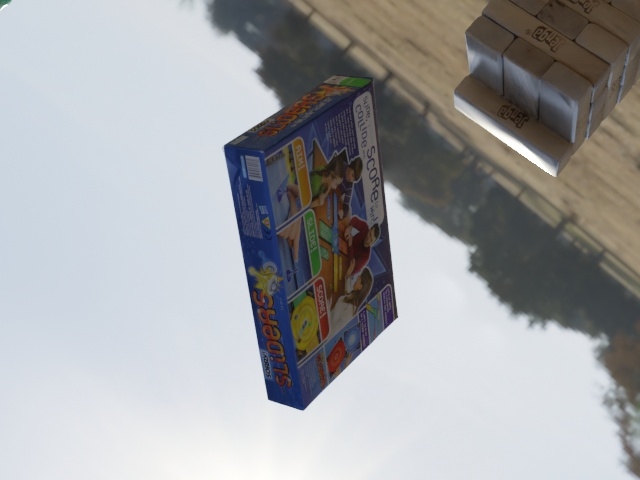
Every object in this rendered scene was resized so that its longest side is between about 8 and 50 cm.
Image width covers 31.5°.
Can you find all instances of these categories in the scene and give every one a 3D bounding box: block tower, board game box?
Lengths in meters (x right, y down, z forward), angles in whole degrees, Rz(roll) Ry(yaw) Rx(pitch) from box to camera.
[{"bbox_3d":[0.228,-0.204,0.756,0.091,0.335,0.097,38,172,19],"label":"block tower"},{"bbox_3d":[0.000,0.000,0.804,0.035,0.201,0.136,11,-148,33],"label":"board game box"}]

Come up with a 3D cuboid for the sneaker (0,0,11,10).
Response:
[{"bbox_3d":[-0.356,-0.304,0.943,0.295,0.124,0.109,65,173,-23],"label":"sneaker"}]
